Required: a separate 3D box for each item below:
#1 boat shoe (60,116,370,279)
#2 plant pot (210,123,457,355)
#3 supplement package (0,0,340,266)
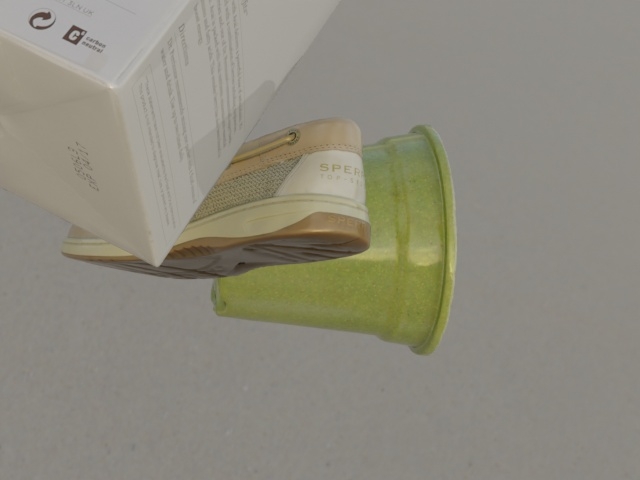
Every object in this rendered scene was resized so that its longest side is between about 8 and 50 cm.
[{"bbox_3d":[-0.087,-0.029,0.831,0.109,0.302,0.098,13,74,-46],"label":"boat shoe"},{"bbox_3d":[0.000,0.000,1.267,0.254,0.276,0.276,0,37,-9],"label":"plant pot"},{"bbox_3d":[-0.095,-0.171,0.606,0.175,0.177,0.293,26,64,12],"label":"supplement package"}]
